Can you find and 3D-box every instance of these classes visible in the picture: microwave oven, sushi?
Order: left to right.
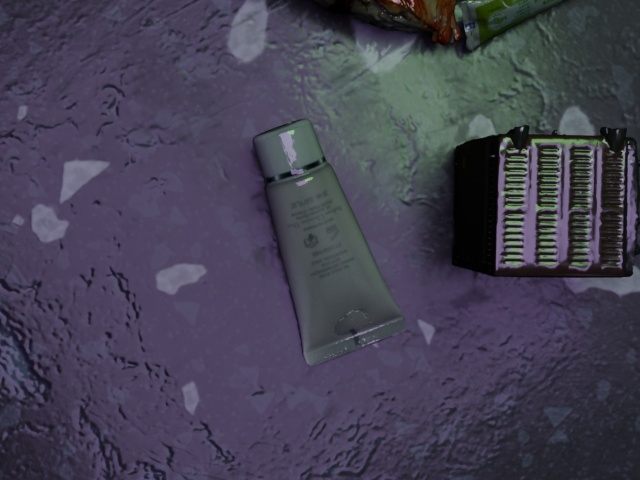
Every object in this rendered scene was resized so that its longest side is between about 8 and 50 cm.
[{"bbox_3d":[0.045,-0.351,1.316,0.332,0.130,0.124,19,92,1],"label":"sushi"},{"bbox_3d":[0.275,-0.046,1.268,0.188,0.247,0.178,-2,92,-4],"label":"microwave oven"}]

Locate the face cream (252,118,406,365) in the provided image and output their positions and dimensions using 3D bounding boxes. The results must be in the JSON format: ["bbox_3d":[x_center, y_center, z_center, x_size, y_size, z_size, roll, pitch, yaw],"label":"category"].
[{"bbox_3d":[0.000,0.000,1.324,0.143,0.089,0.314,-20,99,-6],"label":"face cream"}]

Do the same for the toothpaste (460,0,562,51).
[{"bbox_3d":[0.293,-0.334,1.357,0.248,0.047,0.078,-28,134,-11],"label":"toothpaste"}]
